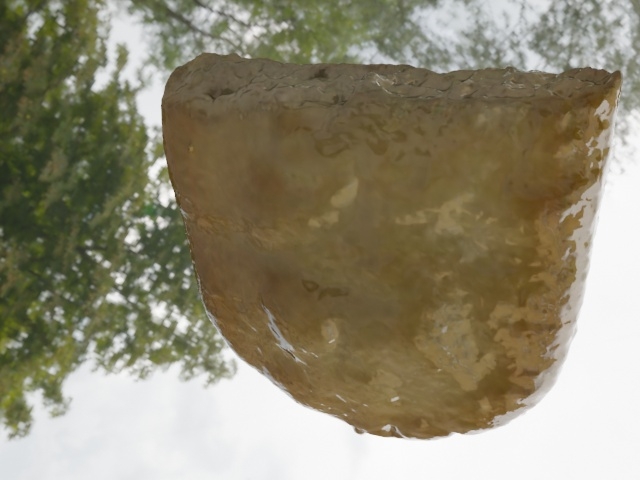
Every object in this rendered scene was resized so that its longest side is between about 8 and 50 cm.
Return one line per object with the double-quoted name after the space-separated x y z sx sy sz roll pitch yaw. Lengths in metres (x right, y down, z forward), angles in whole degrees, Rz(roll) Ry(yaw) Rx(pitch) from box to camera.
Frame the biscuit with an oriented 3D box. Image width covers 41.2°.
0.037 0.020 0.835 0.429 0.447 0.104 12 -146 19 "biscuit"
